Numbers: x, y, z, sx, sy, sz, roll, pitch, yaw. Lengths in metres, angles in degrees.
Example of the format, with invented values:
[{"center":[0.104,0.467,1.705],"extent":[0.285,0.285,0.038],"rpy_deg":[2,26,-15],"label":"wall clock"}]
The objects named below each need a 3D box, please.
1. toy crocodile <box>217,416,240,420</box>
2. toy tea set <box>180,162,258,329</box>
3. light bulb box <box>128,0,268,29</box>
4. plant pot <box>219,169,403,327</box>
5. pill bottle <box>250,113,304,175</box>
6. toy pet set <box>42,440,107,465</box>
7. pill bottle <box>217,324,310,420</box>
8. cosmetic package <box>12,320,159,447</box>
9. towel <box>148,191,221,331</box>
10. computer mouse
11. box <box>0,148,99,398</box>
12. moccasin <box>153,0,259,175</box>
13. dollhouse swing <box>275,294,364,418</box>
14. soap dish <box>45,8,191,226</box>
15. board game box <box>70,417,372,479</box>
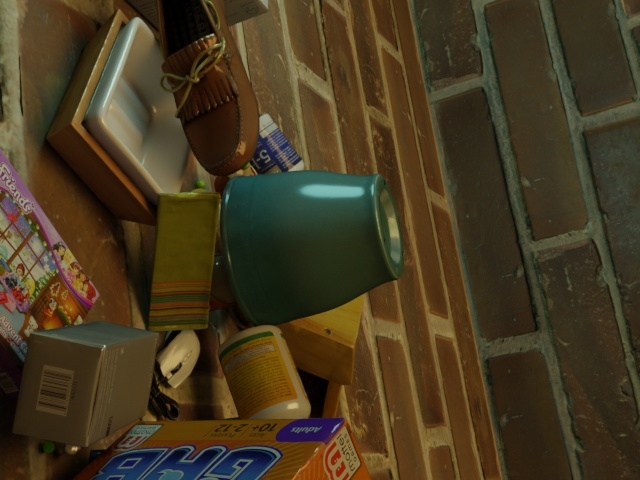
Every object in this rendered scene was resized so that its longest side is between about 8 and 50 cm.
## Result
[{"center":[-0.097,0.371,1.606],"extent":[0.340,0.105,0.115],"rpy_deg":[27,51,-60],"label":"toy crocodile"},{"center":[-0.155,-0.009,1.623],"extent":[0.200,0.124,0.336],"rpy_deg":[8,66,-42],"label":"toy tea set"},{"center":[-0.275,-0.622,1.666],"extent":[0.361,0.225,0.358],"rpy_deg":[40,41,-53],"label":"light bulb box"},{"center":[0.000,0.000,1.554],"extent":[0.272,0.255,0.271],"rpy_deg":[-10,90,-74],"label":"plant pot"},{"center":[-0.099,-0.155,1.870],"extent":[0.186,0.112,0.112],"rpy_deg":[53,26,-7],"label":"pill bottle"},{"center":[-0.320,0.303,1.222],"extent":[0.114,0.065,0.122],"rpy_deg":[3,66,-30],"label":"toy pet set"},{"center":[-0.086,0.256,1.510],"extent":[0.117,0.118,0.208],"rpy_deg":[28,34,-60],"label":"pill bottle"},{"center":[-0.291,0.176,1.165],"extent":[0.238,0.107,0.127],"rpy_deg":[4,95,-81],"label":"cosmetic package"},{"center":[-0.215,0.037,1.442],"extent":[0.021,0.102,0.237],"rpy_deg":[41,-51,53],"label":"towel"},{"center":[-0.234,0.198,1.478],"extent":[0.106,0.042,0.193],"rpy_deg":[61,26,-27],"label":"computer mouse"},{"center":[-0.412,0.024,1.155],"extent":[0.293,0.057,0.201],"rpy_deg":[62,25,-28],"label":"box"},{"center":[-0.190,-0.281,1.454],"extent":[0.147,0.139,0.380],"rpy_deg":[23,54,-61],"label":"moccasin"},{"center":[-0.041,0.159,1.929],"extent":[0.315,0.305,0.347],"rpy_deg":[22,41,-9],"label":"dollhouse swing"},{"center":[-0.308,-0.192,1.456],"extent":[0.229,0.118,0.291],"rpy_deg":[54,30,-39],"label":"soap dish"},{"center":[-0.134,0.451,1.046],"extent":[0.356,0.356,0.356],"rpy_deg":[-40,114,-49],"label":"board game box"}]
